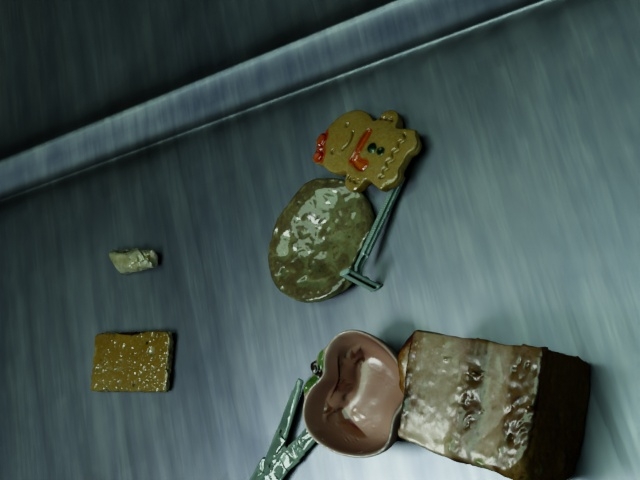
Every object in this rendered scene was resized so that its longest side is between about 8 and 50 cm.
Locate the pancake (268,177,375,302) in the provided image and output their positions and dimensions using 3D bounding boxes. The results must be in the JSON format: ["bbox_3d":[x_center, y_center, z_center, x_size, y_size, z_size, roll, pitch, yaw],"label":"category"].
[{"bbox_3d":[0.001,0.000,1.785,0.222,0.042,0.236,-2,76,34],"label":"pancake"}]

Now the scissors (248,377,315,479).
[{"bbox_3d":[-0.101,0.433,1.762,0.256,0.029,0.383,36,103,38],"label":"scissors"}]

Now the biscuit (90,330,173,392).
[{"bbox_3d":[-0.393,0.254,2.028,0.231,0.025,0.131,-4,77,36],"label":"biscuit"}]

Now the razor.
[{"bbox_3d":[0.101,-0.020,1.710,0.036,0.084,0.211,10,75,50],"label":"razor"}]

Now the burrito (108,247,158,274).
[{"bbox_3d":[-0.403,0.043,2.078,0.149,0.041,0.055,-3,64,40],"label":"burrito"}]

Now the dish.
[{"bbox_3d":[0.075,0.260,1.636,0.213,0.090,0.213,-8,76,33],"label":"dish"}]

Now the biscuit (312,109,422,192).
[{"bbox_3d":[0.078,-0.169,1.756,0.225,0.036,0.166,29,88,44],"label":"biscuit"}]

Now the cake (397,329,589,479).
[{"bbox_3d":[0.232,0.241,1.454,0.293,0.196,0.198,8,85,37],"label":"cake"}]
